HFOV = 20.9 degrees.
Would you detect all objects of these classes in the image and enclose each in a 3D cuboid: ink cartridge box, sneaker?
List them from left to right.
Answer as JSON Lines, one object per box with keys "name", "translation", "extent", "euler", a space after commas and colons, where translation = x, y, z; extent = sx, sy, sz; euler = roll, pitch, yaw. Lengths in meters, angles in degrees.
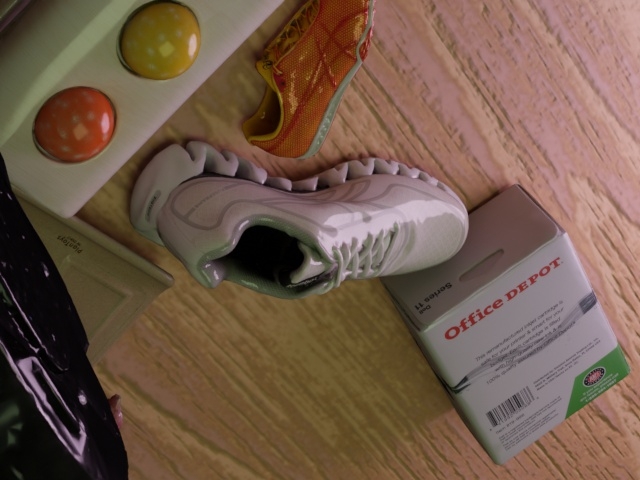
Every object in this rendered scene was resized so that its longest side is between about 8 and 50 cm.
{"name": "sneaker", "translation": [-0.008, -0.138, 1.280], "extent": [0.067, 0.064, 0.175], "euler": [13, 113, -24]}
{"name": "sneaker", "translation": [0.000, 0.000, 1.347], "extent": [0.292, 0.118, 0.110], "euler": [2, 120, -32]}
{"name": "ink cartridge box", "translation": [0.163, 0.074, 1.509], "extent": [0.153, 0.087, 0.208], "euler": [-34, 133, -3]}

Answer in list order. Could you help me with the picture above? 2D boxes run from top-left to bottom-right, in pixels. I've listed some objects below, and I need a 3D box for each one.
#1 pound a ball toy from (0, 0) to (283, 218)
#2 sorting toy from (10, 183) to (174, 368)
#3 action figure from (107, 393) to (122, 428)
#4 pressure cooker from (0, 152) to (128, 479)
{"name": "pound a ball toy", "translation": [-0.161, -0.155, 1.130], "extent": [0.319, 0.136, 0.208], "euler": [-45, 132, 5]}
{"name": "sorting toy", "translation": [-0.242, 0.055, 1.307], "extent": [0.208, 0.038, 0.193], "euler": [-44, 132, 12]}
{"name": "action figure", "translation": [-0.251, 0.251, 1.299], "extent": [0.248, 0.276, 0.370], "euler": [18, 111, -47]}
{"name": "pressure cooker", "translation": [-0.357, 0.079, 0.931], "extent": [0.420, 0.375, 0.370], "euler": [-26, 147, 0]}
